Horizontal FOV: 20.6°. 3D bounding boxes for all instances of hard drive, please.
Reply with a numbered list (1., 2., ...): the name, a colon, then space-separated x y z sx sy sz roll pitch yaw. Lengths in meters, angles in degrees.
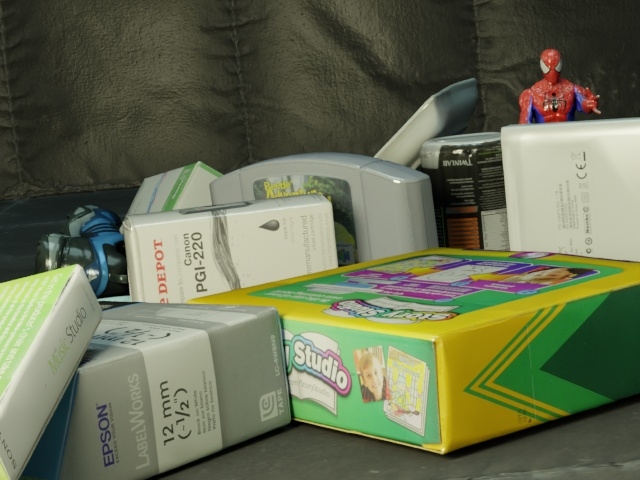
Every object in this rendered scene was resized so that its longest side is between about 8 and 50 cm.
1. hard drive: 0.354 -0.034 1.923 0.308 0.203 0.040 -2 8 27

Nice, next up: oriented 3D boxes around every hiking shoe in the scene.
1. hiking shoe: -0.297 0.029 2.388 0.132 0.113 0.304 10 14 3

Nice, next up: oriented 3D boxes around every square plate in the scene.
1. square plate: 0.073 -0.059 2.246 0.344 0.049 0.347 -49 -5 16

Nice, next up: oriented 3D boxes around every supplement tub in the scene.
1. supplement tub: 0.180 -0.027 2.048 0.117 0.190 0.117 -5 9 1

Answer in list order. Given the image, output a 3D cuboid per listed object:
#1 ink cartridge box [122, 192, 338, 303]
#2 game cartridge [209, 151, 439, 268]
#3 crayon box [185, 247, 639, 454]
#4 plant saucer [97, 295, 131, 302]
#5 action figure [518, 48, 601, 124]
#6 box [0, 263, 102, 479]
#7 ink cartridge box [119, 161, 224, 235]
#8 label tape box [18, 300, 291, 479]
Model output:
1. ink cartridge box: -0.093 0.041 1.864 0.218 0.158 0.092 -7 8 -8
2. game cartridge: 0.000 0.000 1.966 0.294 0.196 0.060 0 9 38
3. crayon box: 0.108 0.087 1.587 0.313 0.106 0.363 -13 10 -35
4. plant saucer: -0.241 0.097 2.010 0.195 0.037 0.195 -6 8 1
5. action figure: 0.280 -0.082 2.044 0.091 0.280 0.139 -5 8 5
6. box: -0.343 0.130 1.329 0.322 0.058 0.232 -15 25 19
7. ink cartridge box: -0.147 -0.019 2.255 0.154 0.093 0.212 29 -17 -19
8. label tape box: -0.231 0.135 1.457 0.249 0.115 0.348 1 8 40
